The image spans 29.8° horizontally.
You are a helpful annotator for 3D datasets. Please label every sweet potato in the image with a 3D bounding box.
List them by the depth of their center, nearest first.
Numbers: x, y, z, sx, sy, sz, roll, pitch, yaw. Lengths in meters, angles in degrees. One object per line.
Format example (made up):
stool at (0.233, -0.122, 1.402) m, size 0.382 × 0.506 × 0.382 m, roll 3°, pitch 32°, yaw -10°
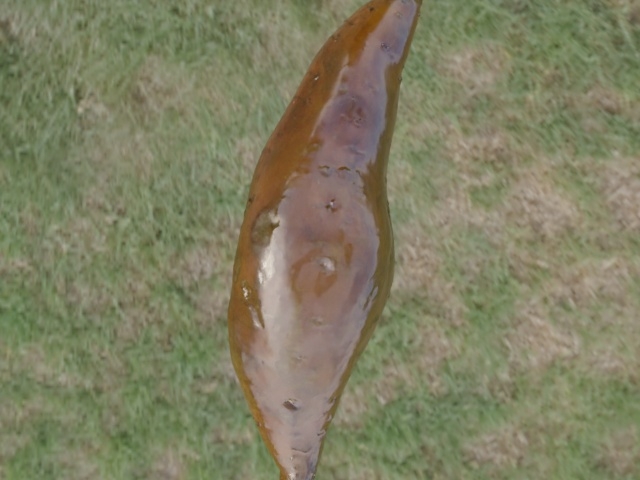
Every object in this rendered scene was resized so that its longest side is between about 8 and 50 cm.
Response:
sweet potato at (-0.002, 0.005, 0.802) m, size 0.112 × 0.112 × 0.359 m, roll 5°, pitch 97°, yaw -15°
